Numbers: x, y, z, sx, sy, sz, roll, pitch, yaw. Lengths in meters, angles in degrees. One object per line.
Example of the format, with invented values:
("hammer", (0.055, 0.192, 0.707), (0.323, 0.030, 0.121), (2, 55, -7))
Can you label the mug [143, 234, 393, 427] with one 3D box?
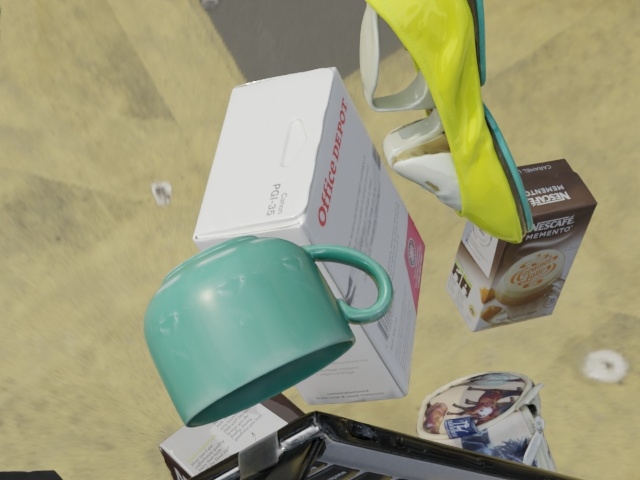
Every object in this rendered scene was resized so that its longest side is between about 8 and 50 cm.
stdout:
("mug", (-0.045, 0.052, 0.947), (0.158, 0.129, 0.097), (-18, 75, -39))

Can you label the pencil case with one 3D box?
("pencil case", (0.270, 0.375, 1.778), (0.160, 0.184, 0.410), (-30, 102, -32))

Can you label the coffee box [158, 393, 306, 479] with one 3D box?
("coffee box", (0.005, 0.272, 1.212), (0.119, 0.168, 0.297), (-38, 54, -22))

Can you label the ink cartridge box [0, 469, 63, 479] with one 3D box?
("ink cartridge box", (-0.357, 0.305, 1.362), (0.176, 0.371, 0.069), (39, 107, 31))

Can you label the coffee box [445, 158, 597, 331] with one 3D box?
("coffee box", (0.285, 0.010, 1.985), (0.141, 0.246, 0.098), (-12, 51, -20))

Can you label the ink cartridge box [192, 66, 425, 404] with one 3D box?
("ink cartridge box", (0.000, 0.000, 1.359), (0.117, 0.283, 0.207), (-8, 48, 22))

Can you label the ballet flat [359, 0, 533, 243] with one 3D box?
("ballet flat", (0.068, -0.079, 0.812), (0.077, 0.231, 0.077), (-21, 43, -2))

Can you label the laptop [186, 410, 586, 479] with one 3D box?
("laptop", (-0.073, 0.272, 0.718), (0.408, 0.382, 0.236), (19, 51, -39))
